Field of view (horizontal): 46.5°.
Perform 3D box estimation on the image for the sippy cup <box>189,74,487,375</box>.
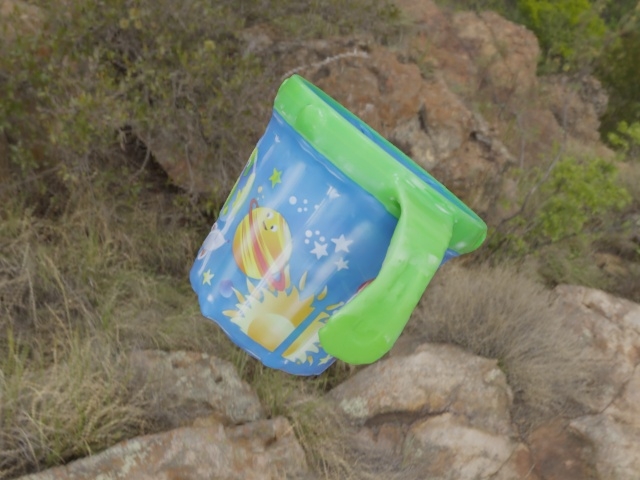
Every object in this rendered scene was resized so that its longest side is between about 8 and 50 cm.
[{"bbox_3d":[0.000,0.000,0.717,0.240,0.305,0.224,40,101,10],"label":"sippy cup"}]
